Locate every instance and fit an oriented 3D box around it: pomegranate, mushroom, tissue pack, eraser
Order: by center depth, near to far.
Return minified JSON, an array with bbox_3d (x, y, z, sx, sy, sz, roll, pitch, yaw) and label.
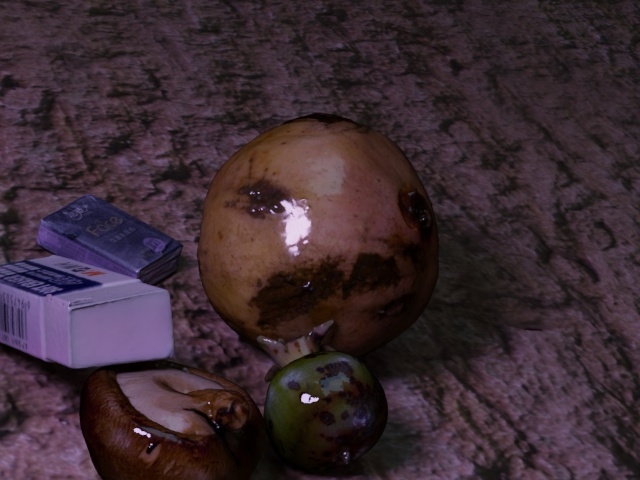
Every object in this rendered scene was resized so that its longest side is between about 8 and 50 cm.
[{"bbox_3d":[-0.162,0.210,2.043,0.194,0.138,0.231,10,10,23],"label":"mushroom"},{"bbox_3d":[-0.281,0.080,2.145,0.130,0.086,0.287,-7,10,-30],"label":"eraser"},{"bbox_3d":[0.001,0.180,2.172,0.148,0.148,0.169,9,27,-14],"label":"pomegranate"},{"bbox_3d":[0.000,0.000,2.337,0.322,0.322,0.322,13,26,-6],"label":"pomegranate"},{"bbox_3d":[-0.268,0.005,2.456,0.156,0.051,0.112,26,29,18],"label":"tissue pack"}]
